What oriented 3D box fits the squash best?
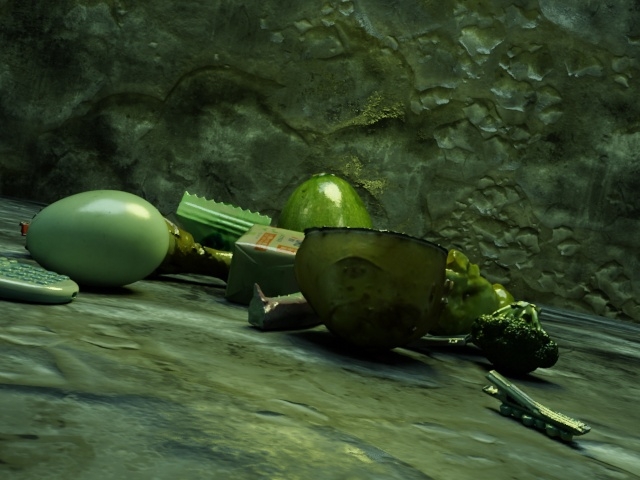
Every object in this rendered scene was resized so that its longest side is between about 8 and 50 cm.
[{"bbox_3d":[0.031,-0.009,1.819,0.310,0.309,0.310,11,-7,1],"label":"squash"}]

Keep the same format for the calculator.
[{"bbox_3d":[-0.535,0.050,1.120,0.302,0.042,0.188,12,3,0],"label":"calculator"}]

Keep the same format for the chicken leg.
[{"bbox_3d":[-0.323,0.028,1.660,0.429,0.153,0.201,19,-9,-23],"label":"chicken leg"}]

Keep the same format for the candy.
[{"bbox_3d":[-0.268,0.010,2.056,0.262,0.172,0.398,23,-15,5],"label":"candy"}]

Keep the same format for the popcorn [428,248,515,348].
[{"bbox_3d":[0.260,0.121,1.482,0.286,0.174,0.225,31,-10,-29],"label":"popcorn"}]

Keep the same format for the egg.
[{"bbox_3d":[-0.410,-0.003,1.324,0.264,0.183,0.182,-1,9,-40],"label":"egg"}]

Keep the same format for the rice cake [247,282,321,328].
[{"bbox_3d":[-0.047,0.122,1.341,0.051,0.081,0.290,-2,-5,26],"label":"rice cake"}]

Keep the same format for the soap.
[{"bbox_3d":[-0.091,0.059,1.548,0.182,0.139,0.199,12,15,5],"label":"soap"}]

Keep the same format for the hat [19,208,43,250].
[{"bbox_3d":[-0.603,0.002,1.613,0.140,0.129,0.227,-16,-5,-25],"label":"hat"}]

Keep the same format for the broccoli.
[{"bbox_3d":[0.351,0.179,1.305,0.146,0.138,0.162,46,-29,-25],"label":"broccoli"}]

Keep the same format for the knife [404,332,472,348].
[{"bbox_3d":[0.141,0.171,1.351,0.277,0.053,0.123,10,-4,19],"label":"knife"}]

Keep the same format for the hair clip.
[{"bbox_3d":[0.279,0.220,0.923,0.049,0.049,0.173,10,7,-32],"label":"hair clip"}]

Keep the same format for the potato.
[{"bbox_3d":[0.070,0.096,1.251,0.246,0.196,0.299,21,-14,-28],"label":"potato"}]
